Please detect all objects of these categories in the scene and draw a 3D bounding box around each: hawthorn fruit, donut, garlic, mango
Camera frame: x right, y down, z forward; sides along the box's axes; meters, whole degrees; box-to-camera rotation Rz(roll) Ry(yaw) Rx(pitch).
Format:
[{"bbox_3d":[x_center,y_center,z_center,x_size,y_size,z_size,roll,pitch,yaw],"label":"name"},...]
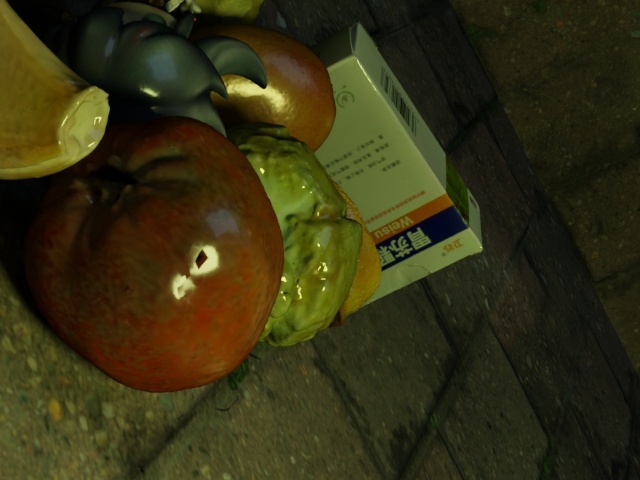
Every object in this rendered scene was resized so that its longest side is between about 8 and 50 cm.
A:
[{"bbox_3d":[-0.123,0.026,1.146,0.262,0.210,0.211,63,12,-55],"label":"hawthorn fruit"},{"bbox_3d":[0.001,-0.001,1.540,0.190,0.074,0.174,60,-16,6],"label":"donut"},{"bbox_3d":[-0.259,-0.153,1.050,0.245,0.164,0.145,59,36,1],"label":"garlic"},{"bbox_3d":[-0.084,-0.156,1.467,0.221,0.152,0.120,19,18,-31],"label":"mango"}]

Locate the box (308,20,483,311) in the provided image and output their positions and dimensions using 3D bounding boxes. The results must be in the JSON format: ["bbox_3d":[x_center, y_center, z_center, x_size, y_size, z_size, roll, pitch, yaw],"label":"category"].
[{"bbox_3d":[0.036,-0.080,1.652,0.299,0.200,0.106,54,20,-24],"label":"box"}]

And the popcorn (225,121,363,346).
[{"bbox_3d":[-0.055,-0.005,1.368,0.204,0.183,0.221,97,-27,-67],"label":"popcorn"}]

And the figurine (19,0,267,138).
[{"bbox_3d":[-0.168,-0.156,1.284,0.197,0.175,0.265,67,27,-8],"label":"figurine"}]

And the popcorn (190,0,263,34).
[{"bbox_3d":[-0.143,-0.356,1.519,0.252,0.215,0.287,-18,99,-71],"label":"popcorn"}]
